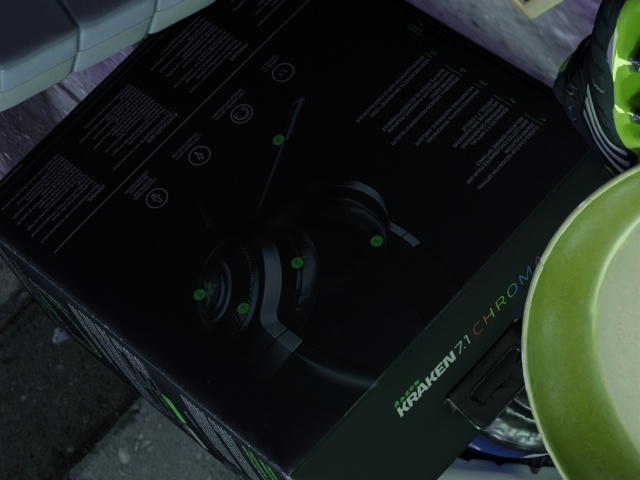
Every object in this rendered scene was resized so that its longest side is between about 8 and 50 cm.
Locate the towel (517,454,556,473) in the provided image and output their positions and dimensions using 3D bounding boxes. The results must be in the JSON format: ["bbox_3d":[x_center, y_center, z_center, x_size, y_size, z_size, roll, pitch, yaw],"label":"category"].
[{"bbox_3d":[0.213,0.284,1.394,0.283,0.121,0.235,66,167,0],"label":"towel"}]

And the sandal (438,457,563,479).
[{"bbox_3d":[0.151,0.215,1.184,0.416,0.102,0.169,2,151,24],"label":"sandal"}]

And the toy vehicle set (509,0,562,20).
[{"bbox_3d":[0.025,-0.207,0.724,0.267,0.035,0.166,44,168,-4],"label":"toy vehicle set"}]

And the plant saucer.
[{"bbox_3d":[0.205,0.062,0.806,0.241,0.037,0.241,15,123,25],"label":"plant saucer"}]

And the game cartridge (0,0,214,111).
[{"bbox_3d":[-0.191,-0.219,0.776,0.355,0.230,0.068,55,163,11],"label":"game cartridge"}]

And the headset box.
[{"bbox_3d":[0.000,0.000,1.014,0.283,0.246,0.131,34,164,32],"label":"headset box"}]

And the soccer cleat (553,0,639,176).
[{"bbox_3d":[0.131,-0.068,0.806,0.072,0.060,0.179,39,170,26],"label":"soccer cleat"}]

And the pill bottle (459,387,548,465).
[{"bbox_3d":[0.125,0.074,1.151,0.123,0.123,0.219,43,168,3],"label":"pill bottle"}]
